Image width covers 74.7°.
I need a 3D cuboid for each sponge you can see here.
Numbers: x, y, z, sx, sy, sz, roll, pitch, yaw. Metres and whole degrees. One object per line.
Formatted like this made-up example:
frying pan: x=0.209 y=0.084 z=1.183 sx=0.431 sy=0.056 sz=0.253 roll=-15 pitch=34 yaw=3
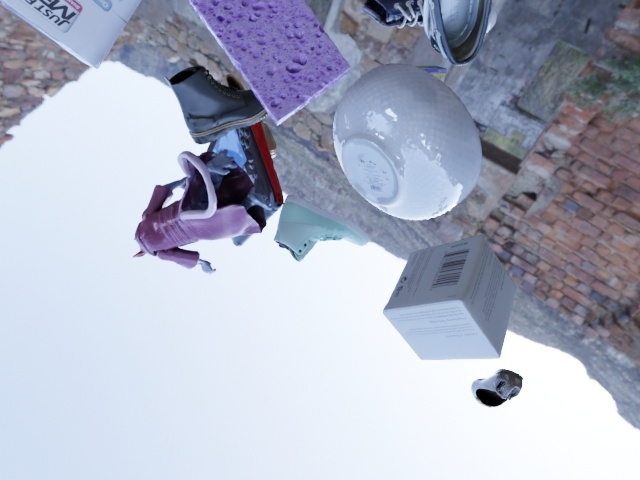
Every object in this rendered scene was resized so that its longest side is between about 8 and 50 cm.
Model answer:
sponge: x=-0.069 y=-0.265 z=0.522 sx=0.210 sy=0.117 sz=0.031 roll=54 pitch=180 yaw=-6

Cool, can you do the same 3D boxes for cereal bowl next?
cereal bowl: x=0.147 y=-0.177 z=0.873 sx=0.339 sy=0.339 sz=0.141 roll=40 pitch=-117 yaw=21

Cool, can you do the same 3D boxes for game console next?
game console: x=-0.242 y=-0.191 z=1.252 sx=0.060 sy=0.386 sz=0.343 roll=-10 pitch=-103 yaw=-31

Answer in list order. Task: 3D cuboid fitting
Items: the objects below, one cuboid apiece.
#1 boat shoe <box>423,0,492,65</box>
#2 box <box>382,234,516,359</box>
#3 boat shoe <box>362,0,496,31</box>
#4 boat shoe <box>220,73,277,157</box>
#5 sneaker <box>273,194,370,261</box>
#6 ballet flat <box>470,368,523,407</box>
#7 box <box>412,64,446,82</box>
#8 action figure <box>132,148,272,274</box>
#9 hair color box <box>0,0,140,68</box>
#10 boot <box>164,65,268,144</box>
boat shoe: x=0.195 y=-0.385 z=0.578 sx=0.302 sy=0.114 sz=0.091 roll=52 pitch=-161 yaw=-58
box: x=0.144 y=0.066 z=0.464 sx=0.087 sy=0.101 sz=0.101 roll=50 pitch=-131 yaw=-18
boat shoe: x=0.254 y=-0.576 z=1.052 sx=0.158 sy=0.127 sz=0.340 roll=-43 pitch=-117 yaw=-8
boat shoe: x=-0.268 y=-0.454 z=1.546 sx=0.341 sy=0.110 sz=0.121 roll=52 pitch=-132 yaw=4
sneaker: x=-0.001 y=0.000 z=1.103 sx=0.255 sy=0.151 sz=0.094 roll=23 pitch=172 yaw=-15
ballet flat: x=0.412 y=0.364 z=0.996 sx=0.084 sy=0.250 sz=0.058 roll=22 pitch=-117 yaw=13
box: x=0.226 y=-0.308 z=0.974 sx=0.105 sy=0.179 sz=0.043 roll=-18 pitch=-140 yaw=-33
action figure: x=-0.304 y=-0.029 z=0.950 sx=0.248 sy=0.369 sz=0.275 roll=63 pitch=-162 yaw=-4
hair color box: x=-0.288 y=-0.444 z=0.537 sx=0.113 sy=0.375 sz=0.185 roll=31 pitch=179 yaw=33
boot: x=-0.176 y=-0.282 z=0.789 sx=0.197 sy=0.137 sz=0.077 roll=-35 pitch=-129 yaw=-14
